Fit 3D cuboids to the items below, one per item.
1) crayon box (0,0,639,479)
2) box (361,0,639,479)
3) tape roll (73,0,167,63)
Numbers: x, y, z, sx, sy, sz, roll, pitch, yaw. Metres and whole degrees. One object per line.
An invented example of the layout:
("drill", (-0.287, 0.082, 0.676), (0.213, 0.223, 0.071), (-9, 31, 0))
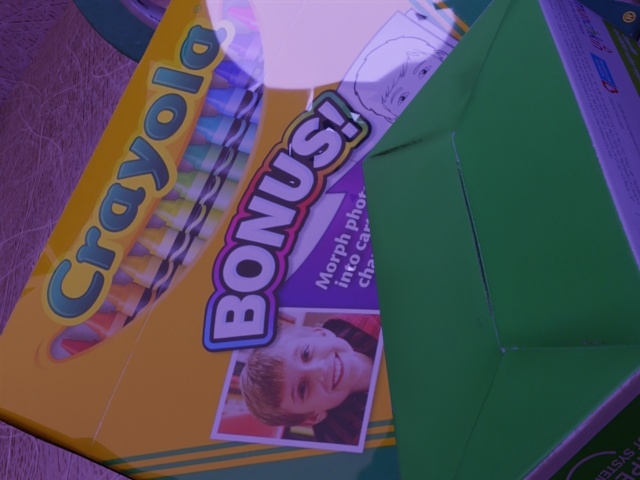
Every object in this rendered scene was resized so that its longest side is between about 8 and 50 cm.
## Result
("crayon box", (0.000, 0.000, 0.892), (0.313, 0.106, 0.363), (18, 76, 28))
("box", (0.151, 0.045, 0.563), (0.127, 0.231, 0.262), (-49, 24, 26))
("tape roll", (-0.114, -0.328, 1.490), (0.321, 0.321, 0.077), (-53, 22, 16))
